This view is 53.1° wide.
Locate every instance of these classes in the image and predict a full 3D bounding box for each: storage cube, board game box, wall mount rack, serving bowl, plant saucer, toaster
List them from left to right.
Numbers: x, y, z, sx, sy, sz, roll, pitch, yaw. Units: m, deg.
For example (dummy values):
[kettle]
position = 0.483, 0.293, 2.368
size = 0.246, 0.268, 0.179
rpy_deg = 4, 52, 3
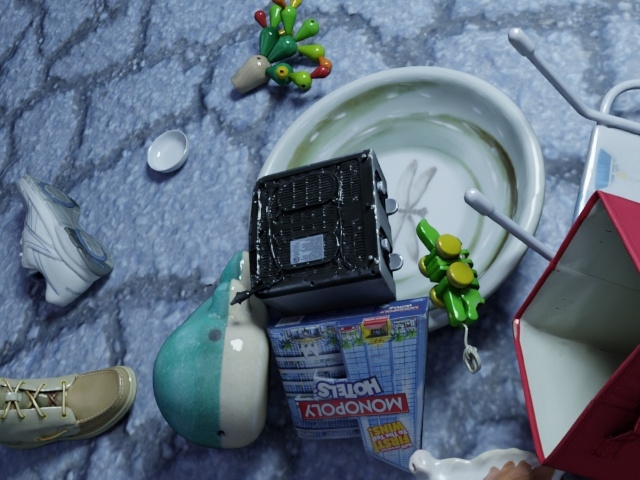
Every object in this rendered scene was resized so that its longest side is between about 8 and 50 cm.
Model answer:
[serving bowl]
position = -0.265, -0.154, 1.136
size = 0.083, 0.027, 0.083
rpy_deg = -11, 61, 20
[toaster]
position = 0.000, 0.000, 0.764
size = 0.186, 0.110, 0.168
rpy_deg = -12, 60, 19
[board game box]
position = 0.046, 0.175, 0.735
size = 0.194, 0.060, 0.194
rpy_deg = -10, 103, 16
[plant saucer]
position = 0.098, -0.047, 0.869
size = 0.400, 0.100, 0.400
rpy_deg = -10, 61, 20
[wall mount rack]
position = 0.321, -0.076, 0.719
size = 0.304, 0.130, 0.350
rpy_deg = 17, 72, 5
[storage cube]
position = 0.309, 0.100, 0.570
size = 0.193, 0.183, 0.215
rpy_deg = 17, 34, -5

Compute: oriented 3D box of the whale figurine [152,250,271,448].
[whale figurine]
position = -0.134, 0.132, 0.826
size = 0.141, 0.216, 0.272
rpy_deg = 1, 41, -3

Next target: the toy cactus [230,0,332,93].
[toy cactus]
position = -0.080, -0.320, 1.100
size = 0.180, 0.112, 0.219
rpy_deg = -33, 64, 18

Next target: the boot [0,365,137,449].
[boot]
position = -0.419, 0.226, 0.910
size = 0.262, 0.203, 0.095
rpy_deg = -19, 60, 17

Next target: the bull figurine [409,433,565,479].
[bull figurine]
position = 0.237, 0.276, 0.623
size = 0.310, 0.101, 0.188
rpy_deg = 35, 121, 26

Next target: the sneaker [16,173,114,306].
[sneaker]
position = -0.481, -0.009, 1.122
size = 0.129, 0.111, 0.297
rpy_deg = -46, 54, 5

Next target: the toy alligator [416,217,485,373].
[toy alligator]
position = 0.155, 0.055, 0.704
size = 0.051, 0.056, 0.189
rpy_deg = -2, 56, -22
